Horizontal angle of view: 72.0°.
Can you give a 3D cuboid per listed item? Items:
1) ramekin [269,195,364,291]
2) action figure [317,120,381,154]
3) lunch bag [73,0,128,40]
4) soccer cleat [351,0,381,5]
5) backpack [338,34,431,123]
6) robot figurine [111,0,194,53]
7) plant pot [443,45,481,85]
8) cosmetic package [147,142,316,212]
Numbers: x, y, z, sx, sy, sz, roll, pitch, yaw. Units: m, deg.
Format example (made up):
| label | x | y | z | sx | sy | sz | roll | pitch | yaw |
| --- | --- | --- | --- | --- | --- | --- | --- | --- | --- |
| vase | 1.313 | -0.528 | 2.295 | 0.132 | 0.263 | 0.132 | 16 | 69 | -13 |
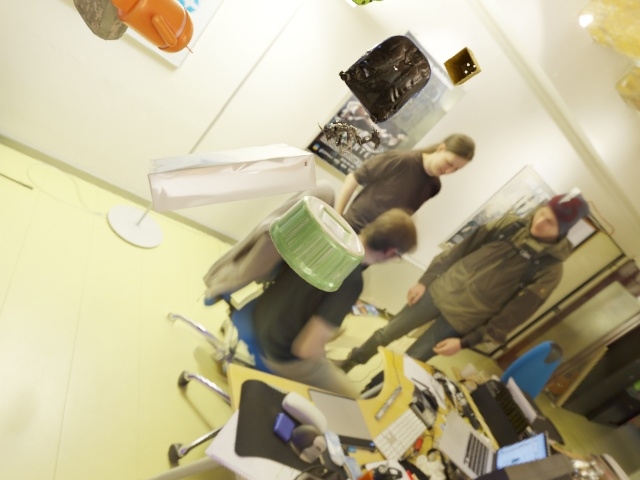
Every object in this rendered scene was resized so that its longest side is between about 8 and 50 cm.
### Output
| label | x | y | z | sx | sy | sz | roll | pitch | yaw |
| --- | --- | --- | --- | --- | --- | --- | --- | --- | --- |
| ramekin | 0.000 | 0.000 | 1.406 | 0.303 | 0.148 | 0.303 | 40 | 19 | -17 |
| action figure | 0.117 | -0.439 | 1.911 | 0.276 | 0.140 | 0.164 | 8 | 13 | -4 |
| lunch bag | -0.540 | -0.706 | 1.175 | 0.169 | 0.235 | 0.286 | 22 | 44 | -34 |
| soccer cleat | 0.105 | -0.605 | 1.062 | 0.072 | 0.060 | 0.179 | 34 | 40 | 24 |
| backpack | 0.106 | -0.250 | 0.675 | 0.105 | 0.114 | 0.084 | 51 | 20 | -7 |
| robot figurine | -0.407 | -0.555 | 1.094 | 0.158 | 0.128 | 0.219 | 16 | -5 | 35 |
| plant pot | 0.432 | -0.515 | 1.316 | 0.083 | 0.082 | 0.081 | -17 | 81 | -50 |
| cosmetic package | -0.233 | -0.172 | 1.123 | 0.378 | 0.097 | 0.284 | -10 | 18 | -16 |
